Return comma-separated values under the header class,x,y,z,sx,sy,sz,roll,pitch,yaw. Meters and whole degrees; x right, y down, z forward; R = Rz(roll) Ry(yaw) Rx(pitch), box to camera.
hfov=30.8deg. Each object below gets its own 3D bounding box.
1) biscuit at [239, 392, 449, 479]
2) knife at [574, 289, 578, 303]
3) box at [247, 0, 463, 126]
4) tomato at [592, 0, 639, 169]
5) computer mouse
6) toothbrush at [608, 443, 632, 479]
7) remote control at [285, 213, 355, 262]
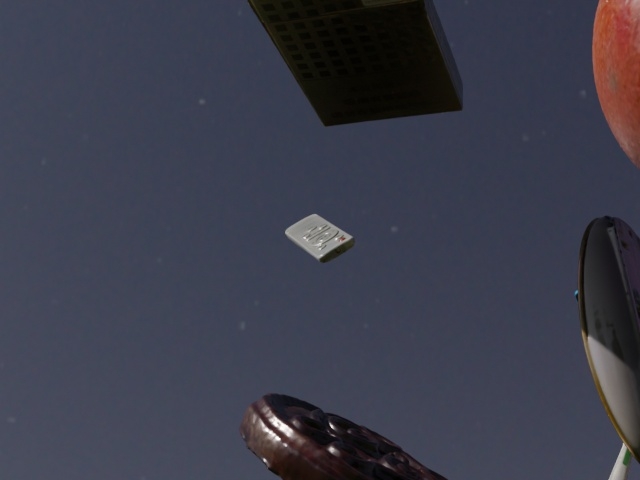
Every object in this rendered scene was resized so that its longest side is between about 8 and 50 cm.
class,x,y,z,sx,sy,sz,roll,pitch,yaw
biscuit,0.071,0.347,1.732,0.407,0.407,0.091,28,-87,-34
knife,0.369,0.172,1.431,0.044,0.026,0.296,-8,-56,35
box,0.042,-0.228,1.282,0.180,0.047,0.325,-5,-24,16
tomato,0.323,-0.148,0.828,0.265,0.265,0.265,0,-35,0
computer mouse,0.344,0.123,1.287,0.072,0.310,0.158,-20,-30,28
toothbrush,0.461,0.284,1.707,0.030,0.304,0.030,11,-61,22
remote control,0.000,0.000,1.427,0.050,0.184,0.027,-31,-74,-7
